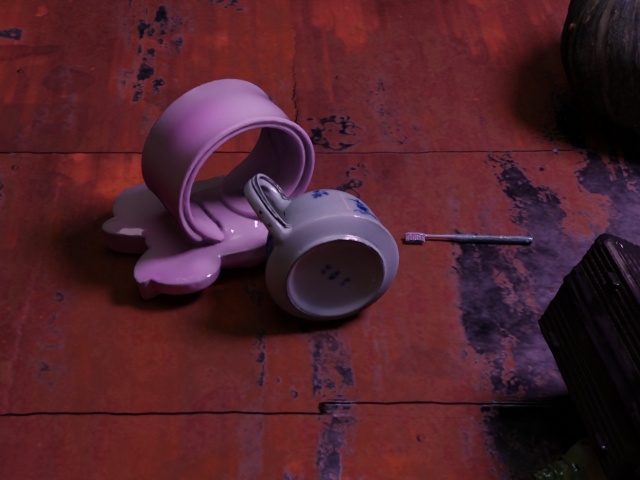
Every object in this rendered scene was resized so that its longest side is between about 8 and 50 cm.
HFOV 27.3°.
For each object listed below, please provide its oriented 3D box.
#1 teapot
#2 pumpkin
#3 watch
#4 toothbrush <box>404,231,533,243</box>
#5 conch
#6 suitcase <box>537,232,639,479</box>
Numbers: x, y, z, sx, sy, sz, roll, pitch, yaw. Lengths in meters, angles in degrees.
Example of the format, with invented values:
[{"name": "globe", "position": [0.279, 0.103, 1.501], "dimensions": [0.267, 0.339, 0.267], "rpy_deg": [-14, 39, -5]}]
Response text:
[{"name": "teapot", "position": [0.000, 0.000, 1.569], "dimensions": [0.232, 0.159, 0.159], "rpy_deg": [33, 24, -34]}, {"name": "pumpkin", "position": [0.502, -0.295, 1.896], "dimensions": [0.292, 0.257, 0.327], "rpy_deg": [11, 45, 29]}, {"name": "watch", "position": [-0.140, -0.080, 1.617], "dimensions": [0.248, 0.217, 0.211], "rpy_deg": [-18, 43, -25]}, {"name": "toothbrush", "position": [0.192, -0.001, 1.704], "dimensions": [0.167, 0.011, 0.014], "rpy_deg": [2, 44, -2]}, {"name": "conch", "position": [0.309, 0.238, 1.356], "dimensions": [0.201, 0.079, 0.094], "rpy_deg": [-3, 60, -31]}, {"name": "suitcase", "position": [0.379, 0.151, 1.327], "dimensions": [0.230, 0.152, 0.335], "rpy_deg": [24, 25, -19]}]
